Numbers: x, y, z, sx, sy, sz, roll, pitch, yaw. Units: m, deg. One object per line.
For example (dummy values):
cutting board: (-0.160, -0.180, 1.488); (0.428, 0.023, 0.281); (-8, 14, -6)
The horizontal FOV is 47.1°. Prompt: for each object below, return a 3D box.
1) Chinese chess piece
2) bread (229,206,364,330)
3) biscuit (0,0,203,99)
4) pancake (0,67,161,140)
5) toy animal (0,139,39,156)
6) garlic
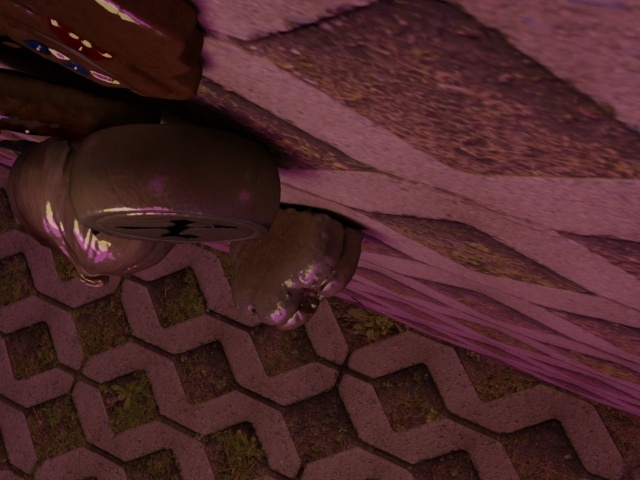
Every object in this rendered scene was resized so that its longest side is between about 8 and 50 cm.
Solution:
Chinese chess piece: (-0.159, -0.054, 0.814); (0.238, 0.092, 0.238); (0, 172, 0)
bread: (-0.057, 0.041, 1.144); (0.102, 0.183, 0.337); (18, 177, -28)
biscuit: (-0.203, -0.169, 0.580); (0.320, 0.047, 0.183); (20, 170, 33)
pancake: (-0.414, -0.154, 0.834); (0.427, 0.067, 0.305); (7, 178, -25)
toy animal: (-0.513, -0.156, 1.519); (0.206, 0.081, 0.367); (19, -179, -2)
garlic: (-0.386, -0.065, 1.287); (0.322, 0.241, 0.322); (40, 165, 13)
